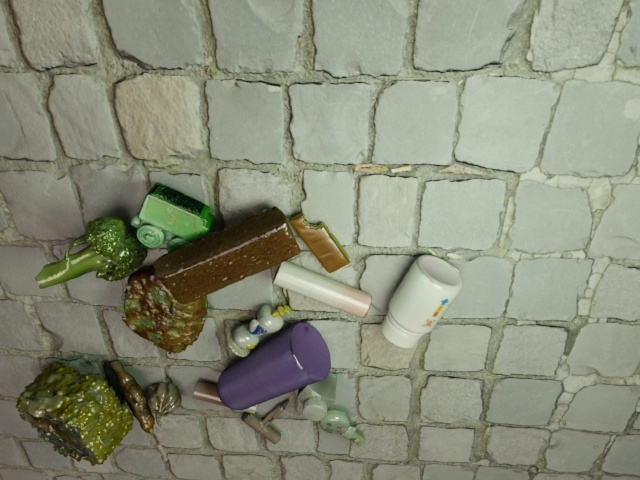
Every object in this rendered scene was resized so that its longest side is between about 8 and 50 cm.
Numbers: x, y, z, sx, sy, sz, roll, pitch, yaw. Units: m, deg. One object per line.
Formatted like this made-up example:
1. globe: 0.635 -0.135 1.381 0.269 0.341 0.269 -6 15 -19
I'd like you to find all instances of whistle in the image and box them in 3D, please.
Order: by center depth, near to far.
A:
1. whistle: 0.090 0.759 2.085 0.126 0.067 0.258 -31 119 30

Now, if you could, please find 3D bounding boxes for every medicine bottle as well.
1. medicine bottle: 0.316 0.202 1.642 0.170 0.170 0.293 21 121 -8
2. medicine bottle: -0.014 0.564 1.894 0.132 0.188 0.088 31 120 -13

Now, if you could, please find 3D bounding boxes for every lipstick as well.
1. lipstick: 0.006 0.161 1.694 0.327 0.087 0.087 22 122 -9
2. lipstick: -0.375 0.625 2.037 0.254 0.070 0.070 16 123 -5

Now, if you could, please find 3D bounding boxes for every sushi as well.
1. sushi: -0.950 0.652 1.965 0.397 0.240 0.351 6 129 26

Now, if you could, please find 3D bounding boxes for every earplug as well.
1. earplug: -0.195 0.481 1.855 0.456 0.215 0.215 -33 114 26

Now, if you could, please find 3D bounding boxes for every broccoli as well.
1. broccoli: -0.707 0.037 1.640 0.302 0.186 0.254 -22 158 18

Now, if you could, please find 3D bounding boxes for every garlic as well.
1. garlic: -0.618 0.639 2.006 0.127 0.194 0.131 -25 115 5

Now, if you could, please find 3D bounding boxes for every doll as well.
1. doll: -0.228 0.315 1.799 0.293 0.119 0.138 -35 157 22

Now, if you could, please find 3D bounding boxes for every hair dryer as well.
1. hair dryer: -0.182 0.731 2.108 0.220 0.053 0.195 -37 114 17

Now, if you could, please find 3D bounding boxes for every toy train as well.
1. toy train: -0.451 -0.053 1.581 0.243 0.132 0.188 26 115 -13

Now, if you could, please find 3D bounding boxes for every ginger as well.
1. ginger: -0.734 0.630 2.041 0.166 0.080 0.333 19 128 42

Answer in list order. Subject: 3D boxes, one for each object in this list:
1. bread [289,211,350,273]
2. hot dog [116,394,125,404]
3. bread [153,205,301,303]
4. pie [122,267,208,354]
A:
1. bread: 0.000 0.000 1.615 0.088 0.049 0.226 -26 116 20
2. hot dog: -0.864 0.688 2.147 0.056 0.041 0.133 34 114 -25
3. bread: -0.277 0.047 1.551 0.417 0.113 0.165 -24 134 -4
4. pie: -0.537 0.235 1.785 0.288 0.103 0.354 14 119 -3
